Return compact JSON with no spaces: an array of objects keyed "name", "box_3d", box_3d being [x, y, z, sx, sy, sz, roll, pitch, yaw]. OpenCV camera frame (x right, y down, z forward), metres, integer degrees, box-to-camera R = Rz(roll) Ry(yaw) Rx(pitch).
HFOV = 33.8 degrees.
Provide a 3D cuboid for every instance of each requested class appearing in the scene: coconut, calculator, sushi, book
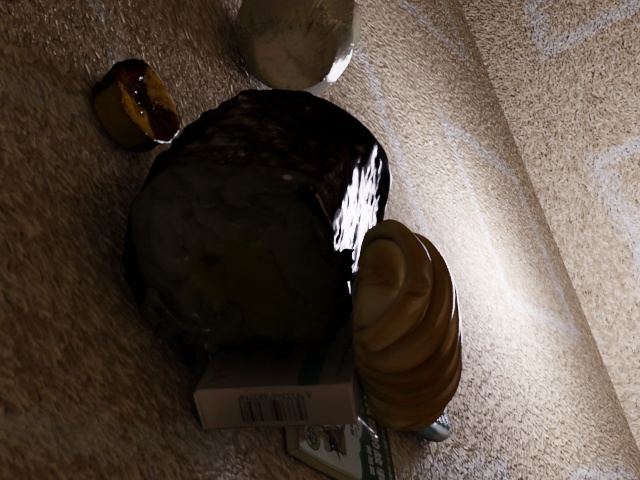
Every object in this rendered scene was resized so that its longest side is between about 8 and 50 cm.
[{"name":"coconut","box_3d":[-0.039,-0.387,1.902,0.227,0.227,0.230,51,25,-25]},{"name":"calculator","box_3d":[0.147,0.245,1.803,0.302,0.042,0.188,41,26,-47]},{"name":"sushi","box_3d":[-0.078,-0.025,1.317,0.294,0.299,0.281,-66,147,-58]},{"name":"book","box_3d":[0.025,0.266,1.570,0.264,0.027,0.202,39,31,-43]}]

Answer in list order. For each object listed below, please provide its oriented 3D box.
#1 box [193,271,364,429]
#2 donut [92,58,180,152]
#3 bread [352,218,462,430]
[{"name":"box","box_3d":[-0.022,0.125,1.397,0.343,0.200,0.065,-66,148,-62]},{"name":"donut","box_3d":[-0.251,-0.182,1.432,0.140,0.059,0.140,47,27,-33]},{"name":"bread","box_3d":[0.108,0.113,1.255,0.311,0.121,0.173,72,21,-58]}]
